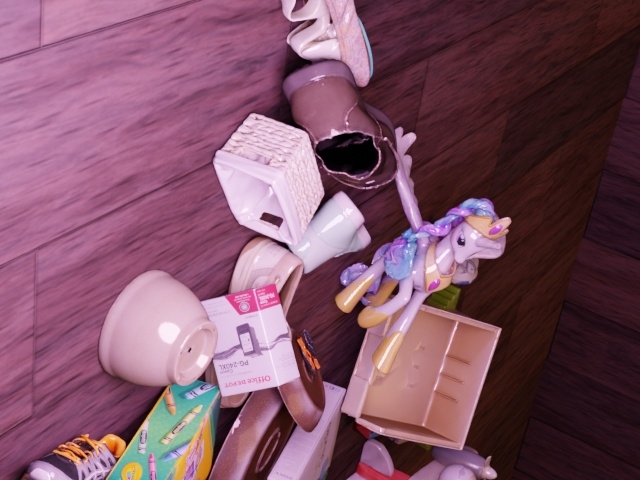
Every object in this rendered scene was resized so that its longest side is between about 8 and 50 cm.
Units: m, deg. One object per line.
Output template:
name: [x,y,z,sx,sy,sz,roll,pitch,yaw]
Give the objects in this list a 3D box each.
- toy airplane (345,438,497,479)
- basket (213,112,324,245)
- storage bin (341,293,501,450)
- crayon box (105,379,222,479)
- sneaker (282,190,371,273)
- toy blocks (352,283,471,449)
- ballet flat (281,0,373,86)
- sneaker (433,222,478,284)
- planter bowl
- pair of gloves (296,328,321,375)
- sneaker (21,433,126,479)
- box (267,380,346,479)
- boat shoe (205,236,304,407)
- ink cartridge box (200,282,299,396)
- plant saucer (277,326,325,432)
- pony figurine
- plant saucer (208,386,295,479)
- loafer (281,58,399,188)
toy airplane: [0.245,0.584,2.586,0.272,0.384,0.386,-56,-152,34]
basket: [-0.069,-0.089,1.643,0.103,0.113,0.167,-57,154,-23]
storage bin: [0.200,0.260,2.280,0.260,0.123,0.262,19,90,-41]
crayon box: [-0.231,0.342,1.648,0.278,0.081,0.165,-61,164,-60]
sneaker: [0.000,0.000,1.920,0.151,0.094,0.256,-38,169,-1]
toy blocks: [0.177,0.292,2.455,0.260,0.190,0.382,-8,119,-49]
ballet flat: [-0.003,-0.323,1.609,0.106,0.107,0.316,-35,141,-16]
sneaker: [0.279,0.022,2.453,0.296,0.111,0.131,-14,124,-61]
planter bowl: [-0.211,0.135,1.563,0.162,0.109,0.162,-45,149,-37]
pair of gloves: [-0.018,0.192,1.954,0.083,0.010,0.074,-43,111,-78]
sneaker: [-0.326,0.299,1.521,0.083,0.084,0.215,-65,166,-3]
box: [-0.039,0.450,2.168,0.322,0.058,0.232,-53,157,-57]
boat shoe: [-0.101,0.146,1.804,0.109,0.098,0.302,-19,131,-58]
ink cartridge box: [-0.107,0.151,1.707,0.063,0.109,0.151,-13,89,-60]
plant saucer: [-0.035,0.226,1.936,0.198,0.036,0.199,-22,90,-78]
pony figurine: [0.188,0.013,2.050,0.363,0.302,0.351,-47,-156,23]
plant saucer: [-0.108,0.356,1.976,0.311,0.050,0.311,-60,167,-23]
loafer: [0.036,-0.141,1.728,0.366,0.133,0.130,38,36,-64]
